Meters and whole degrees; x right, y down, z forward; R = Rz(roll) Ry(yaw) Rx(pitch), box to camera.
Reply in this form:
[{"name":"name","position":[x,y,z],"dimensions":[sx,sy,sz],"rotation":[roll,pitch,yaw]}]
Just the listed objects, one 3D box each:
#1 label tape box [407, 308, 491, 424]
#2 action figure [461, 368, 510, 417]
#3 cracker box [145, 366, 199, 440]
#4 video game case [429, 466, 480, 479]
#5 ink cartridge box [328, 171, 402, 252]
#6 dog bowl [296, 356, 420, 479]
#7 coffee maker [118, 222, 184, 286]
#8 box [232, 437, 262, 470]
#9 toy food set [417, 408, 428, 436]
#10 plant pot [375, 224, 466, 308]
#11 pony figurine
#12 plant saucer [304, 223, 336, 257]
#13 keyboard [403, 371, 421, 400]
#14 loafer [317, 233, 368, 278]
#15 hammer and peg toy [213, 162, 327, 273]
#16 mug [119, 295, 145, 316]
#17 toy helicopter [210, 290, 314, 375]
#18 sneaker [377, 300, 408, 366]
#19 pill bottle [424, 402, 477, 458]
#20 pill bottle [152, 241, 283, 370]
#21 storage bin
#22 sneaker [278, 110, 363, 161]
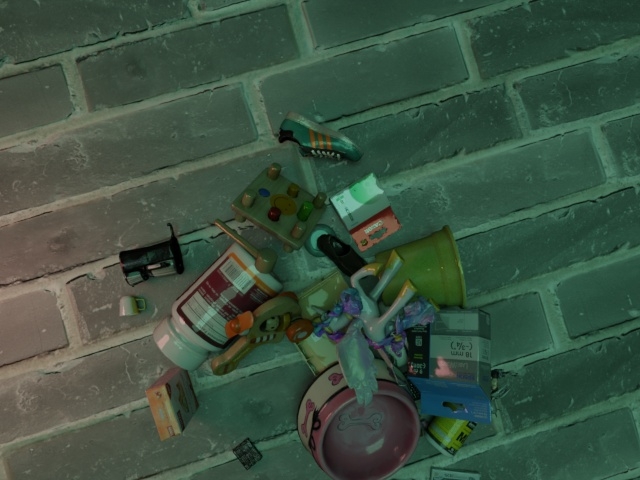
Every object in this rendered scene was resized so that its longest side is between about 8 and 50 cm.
[{"name":"label tape box","position":[0.408,0.391,1.345],"dimensions":[0.240,0.105,0.334],"rotation":[-9,68,40]},{"name":"action figure","position":[0.502,0.442,1.383],"dimensions":[0.185,0.099,0.285],"rotation":[-31,49,9]},{"name":"cracker box","position":[-0.464,0.506,1.339],"dimensions":[0.067,0.232,0.156],"rotation":[-18,90,-3]},{"name":"video game case","position":[0.463,0.902,1.476],"dimensions":[0.173,0.022,0.191],"rotation":[7,88,-2]},{"name":"ink cartridge box","position":[0.162,-0.098,1.478],"dimensions":[0.180,0.056,0.225],"rotation":[-31,88,-3]},{"name":"dog bowl","position":[0.136,0.590,1.348],"dimensions":[0.407,0.150,0.409],"rotation":[-3,105,-13]},{"name":"coffee maker","position":[-0.569,0.053,1.419],"dimensions":[0.178,0.120,0.172],"rotation":[-12,66,-4]},{"name":"box","position":[-0.251,0.734,1.449],"dimensions":[0.067,0.018,0.083],"rotation":[-38,90,-3]},{"name":"toy food set","position":[0.338,0.657,1.479],"dimensions":[0.077,0.019,0.122],"rotation":[21,87,-2]},{"name":"plant pot","position":[0.318,0.109,1.394],"dimensions":[0.253,0.276,0.277],"rotation":[-12,89,9]},{"name":"pony figurine","position":[0.157,0.252,1.236],"dimensions":[0.363,0.302,0.351],"rotation":[-42,63,18]},{"name":"plant saucer","position":[0.000,0.000,1.482],"dimensions":[0.119,0.021,0.120],"rotation":[0,89,-3]},{"name":"keyboard","position":[0.298,0.520,1.480],"dimensions":[0.180,0.023,0.108],"rotation":[-15,89,-4]},{"name":"loafer","position":[0.086,0.057,1.437],"dimensions":[0.220,0.078,0.080],"rotation":[36,69,-12]},{"name":"hammer and peg toy","position":[-0.149,-0.084,1.331],"dimensions":[0.265,0.127,0.361],"rotation":[33,43,-1]},{"name":"mug","position":[-0.647,0.222,1.435],"dimensions":[0.062,0.078,0.064],"rotation":[-18,79,29]},{"name":"toy helicopter","position":[-0.209,0.290,1.258],"dimensions":[0.355,0.235,0.140],"rotation":[-43,55,14]},{"name":"sneaker","position":[0.242,0.324,1.456],"dimensions":[0.094,0.090,0.235],"rotation":[-24,88,6]},{"name":"pill bottle","position":[0.459,0.617,1.436],"dimensions":[0.119,0.119,0.209],"rotation":[37,87,-1]},{"name":"pill bottle","position":[-0.328,0.212,1.359],"dimensions":[0.224,0.224,0.392],"rotation":[45,87,-1]},{"name":"storage bin","position":[0.025,0.275,1.426],"dimensions":[0.260,0.123,0.262],"rotation":[-33,90,-3]},{"name":"sneaker","position":[-0.004,-0.327,1.455],"dimensions":[0.301,0.108,0.121],"rotation":[27,88,6]}]
